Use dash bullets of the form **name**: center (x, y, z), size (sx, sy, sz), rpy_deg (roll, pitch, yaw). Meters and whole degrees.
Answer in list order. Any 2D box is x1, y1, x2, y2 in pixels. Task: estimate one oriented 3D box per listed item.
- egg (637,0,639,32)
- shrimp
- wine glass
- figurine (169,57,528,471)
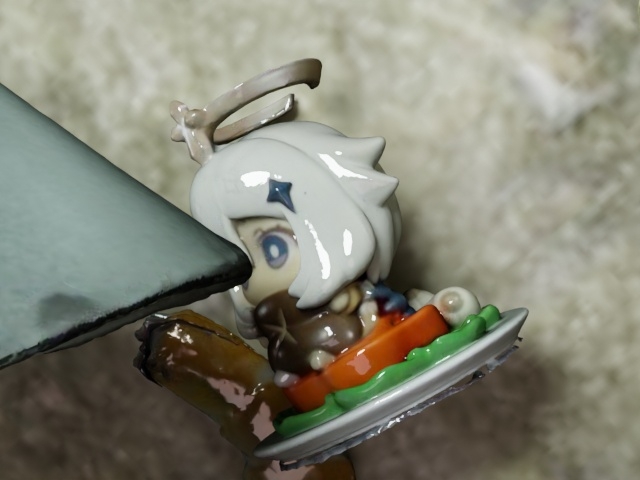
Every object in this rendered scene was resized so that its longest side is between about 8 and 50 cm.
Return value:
- **egg**: center (0.166, -0.094, 0.482), size (0.083, 0.071, 0.071), rpy_deg (6, 106, 4)
- **shrimp**: center (-0.066, 0.122, 0.586), size (0.161, 0.049, 0.166), rpy_deg (-30, 98, 12)
- **wine glass**: center (-0.220, -0.120, 0.421), size (0.267, 0.267, 0.406), rpy_deg (-23, 88, 13)
- **figurine**: center (0.000, 0.000, 0.518), size (0.132, 0.132, 0.154), rpy_deg (-28, 88, 14)
